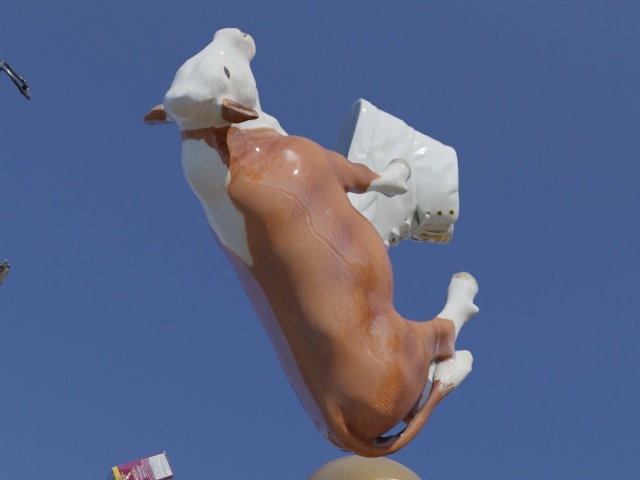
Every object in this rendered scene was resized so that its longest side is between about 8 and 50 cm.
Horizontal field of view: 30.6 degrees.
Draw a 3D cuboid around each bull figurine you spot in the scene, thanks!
[{"bbox_3d":[0.000,0.000,0.820,0.101,0.188,0.310,-32,-105,40],"label":"bull figurine"}]

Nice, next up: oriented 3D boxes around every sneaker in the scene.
[{"bbox_3d":[0.081,-0.010,1.377,0.169,0.293,0.108,23,-22,-16],"label":"sneaker"}]

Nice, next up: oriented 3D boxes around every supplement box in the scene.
[{"bbox_3d":[-0.262,0.345,1.700,0.083,0.043,0.055,-13,-25,-27],"label":"supplement box"}]

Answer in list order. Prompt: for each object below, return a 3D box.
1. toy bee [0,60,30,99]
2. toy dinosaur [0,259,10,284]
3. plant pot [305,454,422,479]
[{"bbox_3d":[-0.515,-0.270,1.502,0.162,0.298,0.195,-33,-43,0],"label":"toy bee"},{"bbox_3d":[-0.312,0.018,0.969,0.092,0.053,0.183,21,-82,11],"label":"toy dinosaur"},{"bbox_3d":[0.076,0.412,1.664,0.237,0.237,0.254,14,-17,-1],"label":"plant pot"}]
